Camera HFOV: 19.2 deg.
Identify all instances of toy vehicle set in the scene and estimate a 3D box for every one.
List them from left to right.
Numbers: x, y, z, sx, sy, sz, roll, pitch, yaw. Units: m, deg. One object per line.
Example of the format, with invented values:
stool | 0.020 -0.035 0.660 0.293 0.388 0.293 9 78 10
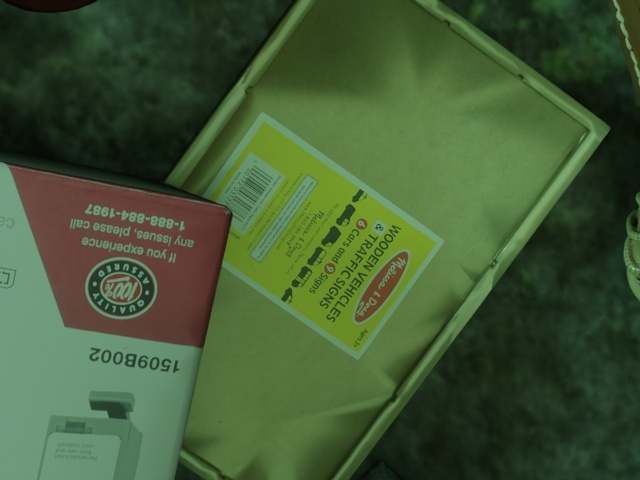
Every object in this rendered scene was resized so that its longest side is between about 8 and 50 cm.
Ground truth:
toy vehicle set | 0.000 0.000 0.958 0.166 0.035 0.267 36 95 -8

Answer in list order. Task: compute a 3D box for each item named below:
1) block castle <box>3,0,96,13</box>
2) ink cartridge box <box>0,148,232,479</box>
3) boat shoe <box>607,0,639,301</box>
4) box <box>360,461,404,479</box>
block castle | -0.323 -0.197 0.826 0.453 0.213 0.303 -15 92 -5
ink cartridge box | -0.176 0.098 0.851 0.207 0.117 0.283 10 94 -24
boat shoe | 0.204 0.004 0.923 0.120 0.122 0.324 -16 106 39
box | 0.035 0.228 0.886 0.142 0.247 0.163 43 93 -9
